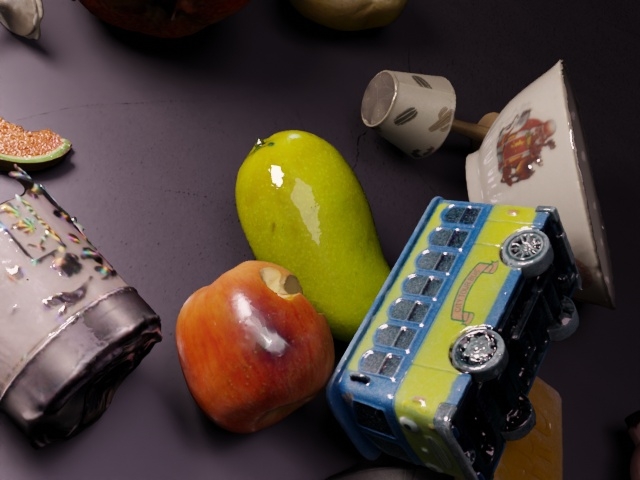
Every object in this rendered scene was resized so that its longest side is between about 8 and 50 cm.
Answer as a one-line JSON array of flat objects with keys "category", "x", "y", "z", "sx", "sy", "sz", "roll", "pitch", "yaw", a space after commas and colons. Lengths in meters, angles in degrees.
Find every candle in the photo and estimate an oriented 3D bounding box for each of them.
[{"category": "candle", "x": -0.323, "y": 0.044, "z": 1.017, "sx": 0.330, "sy": 0.187, "sz": 0.187, "roll": 46, "pitch": 57, "yaw": 9}]

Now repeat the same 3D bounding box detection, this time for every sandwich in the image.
[{"category": "sandwich", "x": -0.372, "y": -0.114, "z": 1.169, "sx": 0.135, "sy": 0.029, "sz": 0.067, "roll": 12, "pitch": 55, "yaw": -15}]

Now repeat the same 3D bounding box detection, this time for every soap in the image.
[{"category": "soap", "x": 0.226, "y": 0.268, "z": 1.151, "sx": 0.140, "sy": 0.073, "sz": 0.232, "roll": 34, "pitch": 48, "yaw": -28}]

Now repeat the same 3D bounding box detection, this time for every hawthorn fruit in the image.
[{"category": "hawthorn fruit", "x": -0.194, "y": -0.440, "z": 1.262, "sx": 0.284, "sy": 0.285, "sz": 0.369, "roll": 19, "pitch": 54, "yaw": -12}]

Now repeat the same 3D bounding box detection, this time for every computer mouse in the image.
[{"category": "computer mouse", "x": 0.103, "y": 0.314, "z": 1.112, "sx": 0.231, "sy": 0.071, "sz": 0.126, "roll": 9, "pitch": 61, "yaw": -18}]

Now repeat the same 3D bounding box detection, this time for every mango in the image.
[{"category": "mango", "x": 0.000, "y": 0.000, "z": 1.199, "sx": 0.175, "sy": 0.143, "sz": 0.293, "roll": -29, "pitch": 88, "yaw": -44}]

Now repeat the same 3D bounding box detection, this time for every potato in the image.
[{"category": "potato", "x": 0.039, "y": -0.383, "z": 1.405, "sx": 0.194, "sy": 0.157, "sz": 0.157, "roll": 18, "pitch": 59, "yaw": -14}]

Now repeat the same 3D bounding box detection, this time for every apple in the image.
[{"category": "apple", "x": -0.075, "y": 0.113, "z": 1.084, "sx": 0.199, "sy": 0.199, "sz": 0.199, "roll": 9, "pitch": 61, "yaw": -17}]

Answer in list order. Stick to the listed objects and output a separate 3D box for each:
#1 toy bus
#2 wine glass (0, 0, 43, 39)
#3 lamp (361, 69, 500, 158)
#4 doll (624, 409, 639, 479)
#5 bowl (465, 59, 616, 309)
[{"category": "toy bus", "x": 0.162, "y": 0.109, "z": 1.109, "sx": 0.312, "sy": 0.190, "sz": 0.152, "roll": -58, "pitch": 137, "yaw": -29}, {"category": "wine glass", "x": -0.457, "y": -0.257, "z": 1.148, "sx": 0.156, "sy": 0.156, "sz": 0.232, "roll": 48, "pitch": 53, "yaw": 6}, {"category": "lamp", "x": 0.165, "y": -0.169, "z": 1.365, "sx": 0.214, "sy": 0.121, "sz": 0.121, "roll": 13, "pitch": 59, "yaw": -32}, {"category": "doll", "x": 0.464, "y": 0.337, "z": 1.219, "sx": 0.181, "sy": 0.117, "sz": 0.257, "roll": 0, "pitch": 64, "yaw": -20}, {"category": "bowl", "x": 0.286, "y": -0.060, "z": 1.297, "sx": 0.157, "sy": 0.337, "sz": 0.337, "roll": -12, "pitch": 62, "yaw": 18}]
